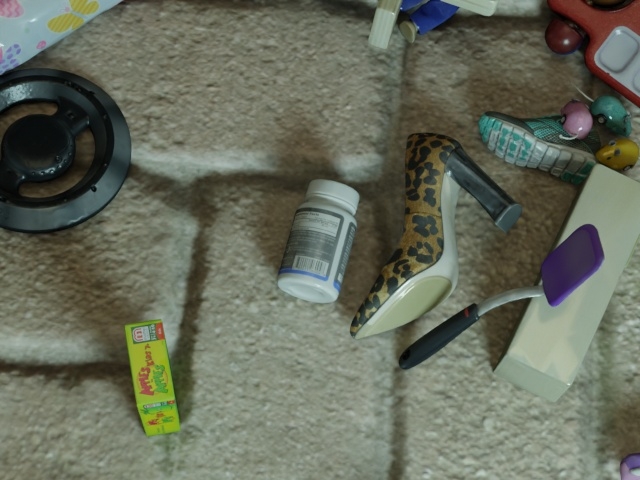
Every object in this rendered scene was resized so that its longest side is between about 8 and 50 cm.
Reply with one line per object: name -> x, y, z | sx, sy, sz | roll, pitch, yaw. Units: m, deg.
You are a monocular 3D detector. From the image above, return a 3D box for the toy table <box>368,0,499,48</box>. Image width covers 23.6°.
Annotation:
toy table -> 0.114, -0.373, 1.870 | 0.274, 0.252, 0.161 | 11, 53, 11

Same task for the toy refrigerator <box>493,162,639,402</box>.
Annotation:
toy refrigerator -> 0.311, 0.053, 1.847 | 0.094, 0.102, 0.269 | 25, 72, 5

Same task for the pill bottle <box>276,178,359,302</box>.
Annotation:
pill bottle -> 0.000, 0.000, 1.860 | 0.078, 0.078, 0.137 | 15, 72, 2

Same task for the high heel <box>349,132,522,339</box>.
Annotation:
high heel -> 0.099, -0.009, 1.885 | 0.261, 0.093, 0.186 | -42, 56, -2

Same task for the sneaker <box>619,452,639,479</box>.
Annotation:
sneaker -> 0.460, 0.242, 1.805 | 0.236, 0.095, 0.105 | -7, 66, -10

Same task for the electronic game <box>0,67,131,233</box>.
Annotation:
electronic game -> -0.349, -0.113, 1.893 | 0.229, 0.048, 0.229 | 3, 65, -6

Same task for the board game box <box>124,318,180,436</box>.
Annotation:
board game box -> -0.190, 0.159, 1.743 | 0.043, 0.181, 0.092 | -10, 73, -6

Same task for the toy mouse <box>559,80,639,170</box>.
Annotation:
toy mouse -> 0.350, -0.154, 1.923 | 0.161, 0.031, 0.143 | 4, 53, -34

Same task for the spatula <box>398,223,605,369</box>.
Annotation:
spatula -> 0.208, 0.075, 1.793 | 0.296, 0.030, 0.084 | -31, 36, 23

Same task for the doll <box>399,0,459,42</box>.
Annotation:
doll -> 0.170, -0.342, 1.997 | 0.189, 0.046, 0.129 | -36, 78, -13

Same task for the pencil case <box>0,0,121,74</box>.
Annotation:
pencil case -> -0.340, -0.319, 1.928 | 0.273, 0.113, 0.124 | -36, 59, -14

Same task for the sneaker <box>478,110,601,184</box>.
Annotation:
sneaker -> 0.280, -0.131, 1.934 | 0.166, 0.065, 0.076 | 23, 55, -3

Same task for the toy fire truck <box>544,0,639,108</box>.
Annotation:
toy fire truck -> 0.422, -0.311, 1.953 | 0.302, 0.169, 0.254 | 38, 93, 10
